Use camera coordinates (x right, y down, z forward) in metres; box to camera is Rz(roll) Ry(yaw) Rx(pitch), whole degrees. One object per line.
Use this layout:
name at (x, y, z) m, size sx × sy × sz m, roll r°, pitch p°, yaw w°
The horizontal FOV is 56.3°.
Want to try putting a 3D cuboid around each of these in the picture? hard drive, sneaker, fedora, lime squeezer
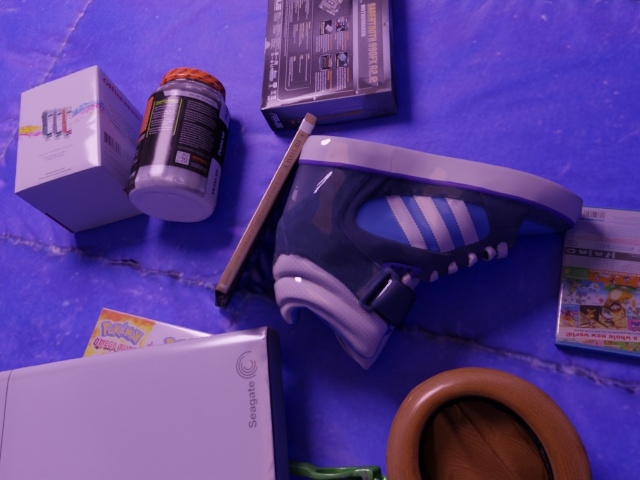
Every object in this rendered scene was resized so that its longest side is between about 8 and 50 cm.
hard drive at (-0.209, 0.235, 0.641) m, size 0.353 × 0.047 × 0.233 m, roll -11°, pitch 67°, yaw 12°
sneaker at (0.108, 0.029, 0.657) m, size 0.322 × 0.130 × 0.236 m, roll 11°, pitch 91°, yaw -7°
fedora at (0.157, 0.221, 0.574) m, size 0.194 × 0.079 × 0.194 m, roll -4°, pitch 71°, yaw 11°
lime squeezer at (0.032, 0.275, 0.611) m, size 0.310 × 0.059 × 0.110 m, roll 28°, pitch 107°, yaw 24°

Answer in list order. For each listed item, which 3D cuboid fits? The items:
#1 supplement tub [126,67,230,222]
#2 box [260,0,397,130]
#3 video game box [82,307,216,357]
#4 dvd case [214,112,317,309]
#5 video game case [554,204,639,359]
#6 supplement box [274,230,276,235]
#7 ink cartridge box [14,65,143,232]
supplement tub at (-0.187, -0.130, 0.812) m, size 0.117 × 0.117 × 0.190 m, roll -1°, pitch 66°, yaw 16°
box at (0.013, -0.276, 0.854) m, size 0.183 × 0.056 × 0.231 m, roll -6°, pitch 65°, yaw 13°
video game box at (-0.203, 0.191, 0.711) m, size 0.205 × 0.048 × 0.187 m, roll 9°, pitch 68°, yaw 20°
dvd case at (-0.067, -0.026, 0.710) m, size 0.018 × 0.164 × 0.221 m, roll 26°, pitch 75°, yaw -3°
video game case at (0.322, 0.042, 0.644) m, size 0.119 × 0.015 × 0.166 m, roll 7°, pitch 68°, yaw 18°
supplement box at (0.000, 0.000, 0.743) m, size 0.098 × 0.036 × 0.062 m, roll 37°, pitch 80°, yaw 25°
ink cartridge box at (-0.333, -0.127, 0.846) m, size 0.127 × 0.128 × 0.176 m, roll -16°, pitch 62°, yaw 9°
